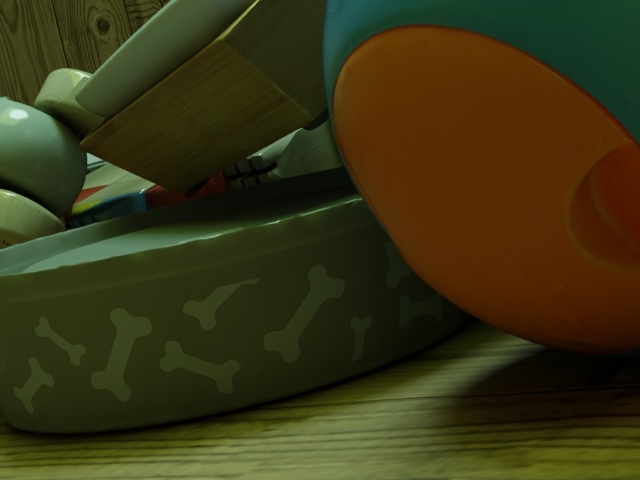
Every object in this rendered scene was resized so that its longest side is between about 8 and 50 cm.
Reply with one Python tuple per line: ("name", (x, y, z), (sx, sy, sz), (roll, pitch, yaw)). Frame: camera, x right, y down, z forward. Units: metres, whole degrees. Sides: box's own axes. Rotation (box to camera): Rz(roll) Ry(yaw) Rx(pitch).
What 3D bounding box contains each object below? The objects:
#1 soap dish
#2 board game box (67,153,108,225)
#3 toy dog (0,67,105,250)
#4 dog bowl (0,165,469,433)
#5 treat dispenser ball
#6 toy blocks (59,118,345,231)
("soap dish", (-0.033, -0.151, 1.024), (0.229, 0.118, 0.291), (-48, 13, -25))
("board game box", (-0.234, -0.033, 1.567), (0.305, 0.053, 0.193), (-20, -35, -51))
("toy dog", (-0.302, -0.060, 1.258), (0.334, 0.161, 0.220), (-32, 30, 43))
("dog bowl", (-0.062, 0.029, 0.939), (0.349, 0.102, 0.349), (-13, 6, 2))
("treat dispenser ball", (0.145, -0.088, 0.697), (0.288, 0.288, 0.288), (-13, 6, 1))
("toy blocks", (-0.129, -0.017, 1.316), (0.381, 0.190, 0.261), (-8, 19, 42))
